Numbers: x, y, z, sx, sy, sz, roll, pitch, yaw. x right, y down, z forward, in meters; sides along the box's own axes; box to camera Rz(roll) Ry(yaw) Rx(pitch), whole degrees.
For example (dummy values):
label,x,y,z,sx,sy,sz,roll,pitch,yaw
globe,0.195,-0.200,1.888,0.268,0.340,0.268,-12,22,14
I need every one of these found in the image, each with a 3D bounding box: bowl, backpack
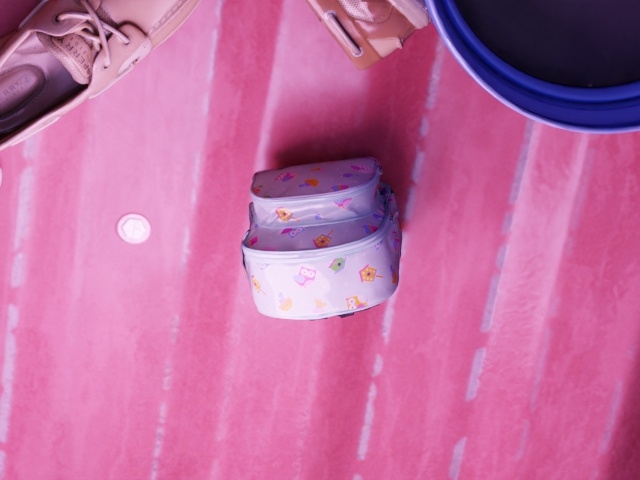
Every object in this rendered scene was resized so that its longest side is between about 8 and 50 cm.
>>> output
label,x,y,z,sx,sy,sz,roll,pitch,yaw
bowl,0.274,-0.297,1.872,0.391,0.077,0.391,-3,108,-10
backpack,0.000,0.000,2.013,0.165,0.188,0.144,-5,117,5

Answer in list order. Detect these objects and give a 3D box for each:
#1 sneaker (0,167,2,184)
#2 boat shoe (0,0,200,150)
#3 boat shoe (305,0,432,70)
label,x,y,z,sx,sy,sz,roll,pitch,yaw
sneaker,-0.441,-0.123,2.000,0.110,0.118,0.292,-38,109,21
boat shoe,-0.227,-0.197,1.958,0.341,0.110,0.121,-40,110,19
boat shoe,-0.034,-0.283,1.894,0.324,0.122,0.120,40,99,-17
